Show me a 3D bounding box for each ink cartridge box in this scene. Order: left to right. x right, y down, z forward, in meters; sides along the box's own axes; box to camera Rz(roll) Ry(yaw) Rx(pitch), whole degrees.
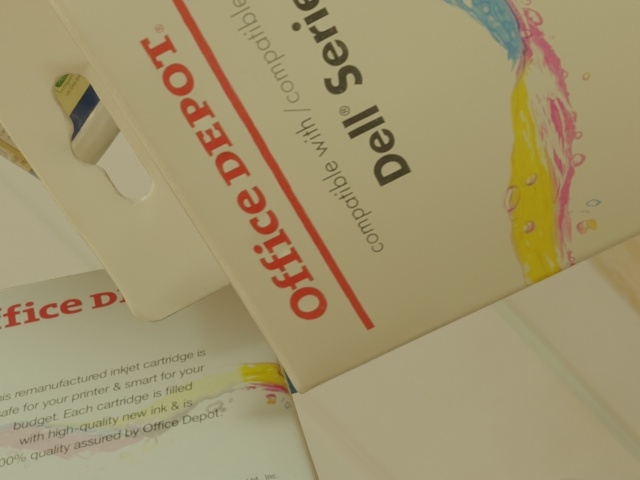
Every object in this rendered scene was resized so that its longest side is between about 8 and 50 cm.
[{"bbox_3d":[-0.103,0.174,0.740,0.198,0.197,0.270,-12,46,-9],"label":"ink cartridge box"},{"bbox_3d":[0.034,-0.081,0.520,0.353,0.207,0.119,-27,29,8],"label":"ink cartridge box"}]

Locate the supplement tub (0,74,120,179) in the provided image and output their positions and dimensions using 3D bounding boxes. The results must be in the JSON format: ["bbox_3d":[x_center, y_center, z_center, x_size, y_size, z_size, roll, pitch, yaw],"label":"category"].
[{"bbox_3d":[-0.311,-0.219,1.245,0.228,0.316,0.228,-51,16,21],"label":"supplement tub"}]

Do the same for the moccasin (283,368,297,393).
[{"bbox_3d":[0.000,0.000,1.448,0.117,0.137,0.342,-90,17,-81],"label":"moccasin"}]
